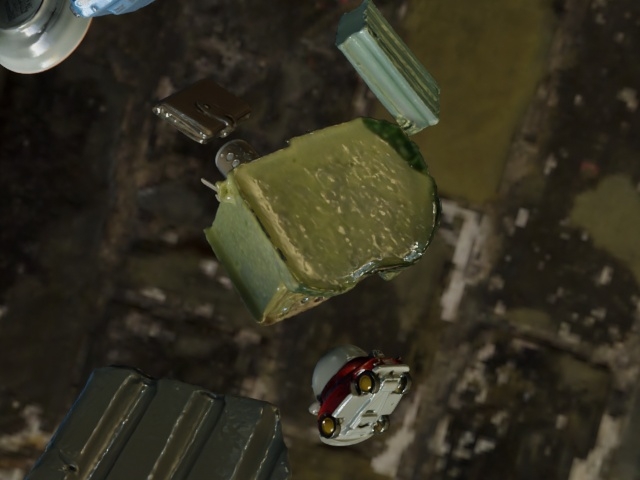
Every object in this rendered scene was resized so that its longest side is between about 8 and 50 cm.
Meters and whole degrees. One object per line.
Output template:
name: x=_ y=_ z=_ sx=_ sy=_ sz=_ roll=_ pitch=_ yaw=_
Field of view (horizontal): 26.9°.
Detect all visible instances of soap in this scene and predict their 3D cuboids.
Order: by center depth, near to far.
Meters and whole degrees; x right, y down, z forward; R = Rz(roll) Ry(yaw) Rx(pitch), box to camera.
soap: x=-0.215 y=0.391 z=1.735 sx=0.435 sy=0.350 sz=0.213 roll=-67 pitch=-19 yaw=-49
soap: x=0.106 y=-0.266 z=2.071 sx=0.063 sy=0.198 sz=0.114 roll=-30 pitch=27 yaw=25

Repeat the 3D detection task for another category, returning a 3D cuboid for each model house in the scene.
model house: x=0.000 y=0.000 z=2.045 sx=0.321 sy=0.261 sz=0.266 roll=-23 pitch=-18 yaw=-29

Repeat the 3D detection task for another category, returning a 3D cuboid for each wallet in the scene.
wallet: x=-0.186 y=-0.211 z=2.156 sx=0.152 sy=0.118 sz=0.039 roll=-40 pitch=-20 yaw=-56

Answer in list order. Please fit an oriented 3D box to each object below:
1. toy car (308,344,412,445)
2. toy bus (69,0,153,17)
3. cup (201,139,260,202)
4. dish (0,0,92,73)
toy car: x=0.042 y=0.185 z=1.729 sx=0.112 sy=0.112 sz=0.139 roll=53 pitch=123 yaw=34
toy bus: x=-0.244 y=-0.345 z=1.623 sx=0.116 sy=0.134 sz=0.234 roll=-32 pitch=6 yaw=16
cup: x=-0.141 y=-0.112 z=2.315 sx=0.102 sy=0.074 sz=0.099 roll=-49 pitch=48 yaw=11
dish: x=-0.543 y=-0.445 z=2.469 sx=0.085 sy=0.260 sz=0.260 roll=22 pitch=-98 yaw=-62
